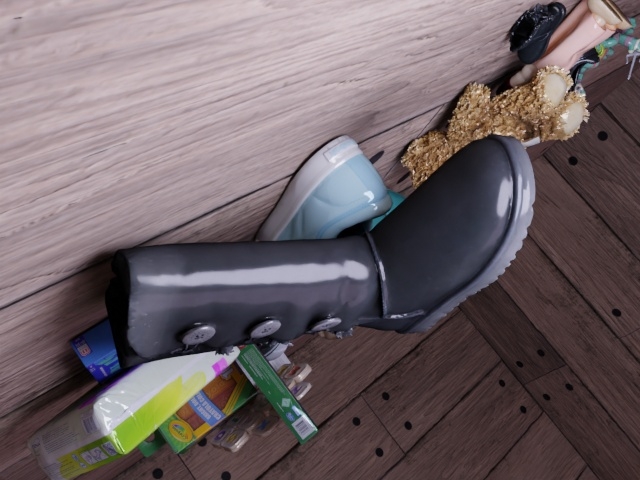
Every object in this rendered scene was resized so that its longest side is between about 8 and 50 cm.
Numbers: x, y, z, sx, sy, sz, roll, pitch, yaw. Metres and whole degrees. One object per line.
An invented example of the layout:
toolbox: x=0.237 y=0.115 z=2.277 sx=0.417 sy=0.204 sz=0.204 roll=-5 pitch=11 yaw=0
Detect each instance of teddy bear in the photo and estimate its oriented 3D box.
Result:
teddy bear: x=0.315 y=-0.198 z=1.153 sx=0.245 sy=0.113 sz=0.338 roll=11 pitch=143 yaw=-36

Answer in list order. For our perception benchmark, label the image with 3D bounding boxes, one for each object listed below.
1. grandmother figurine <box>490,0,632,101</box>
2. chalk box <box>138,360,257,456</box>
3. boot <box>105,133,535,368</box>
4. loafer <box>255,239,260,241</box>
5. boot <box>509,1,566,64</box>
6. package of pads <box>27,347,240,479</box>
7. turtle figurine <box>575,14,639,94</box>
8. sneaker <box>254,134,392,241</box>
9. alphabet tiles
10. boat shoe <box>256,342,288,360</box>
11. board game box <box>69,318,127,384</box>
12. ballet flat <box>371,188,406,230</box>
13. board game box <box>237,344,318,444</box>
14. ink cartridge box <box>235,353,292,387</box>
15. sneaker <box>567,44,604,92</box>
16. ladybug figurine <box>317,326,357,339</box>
grandmother figurine: x=0.405 y=-0.308 z=1.183 sx=0.208 sy=0.104 sz=0.342 roll=-1 pitch=148 yaw=-46
chalk box: x=-0.315 y=0.383 z=1.481 sx=0.289 sy=0.180 sz=0.179 roll=-36 pitch=169 yaw=-17
boot: x=-0.015 y=0.018 z=0.753 sx=0.446 sy=0.146 sz=0.367 roll=0 pitch=140 yaw=-22
loafer: x=-0.138 y=0.036 z=1.001 sx=0.125 sy=0.039 sz=0.045 roll=-24 pitch=-164 yaw=19
boot: x=0.335 y=-0.324 z=1.006 sx=0.099 sy=0.045 sz=0.121 roll=-33 pitch=161 yaw=-36
package of pads: x=-0.306 y=0.259 z=1.044 sx=0.229 sy=0.101 sz=0.296 roll=-31 pitch=-178 yaw=34
turtle figurine: x=0.612 y=-0.406 z=1.371 sx=0.175 sy=0.118 sz=0.234 roll=-28 pitch=-165 yaw=48
sneaker: x=0.000 y=0.000 z=0.984 sx=0.135 sy=0.150 sz=0.366 roll=-31 pitch=167 yaw=-27
alphabet tiles: x=-0.146 y=0.406 z=1.556 sx=0.284 sy=0.021 sz=0.278 roll=-43 pitch=-167 yaw=-30
boat shoe: x=-0.128 y=0.187 z=1.509 sx=0.119 sy=0.121 sz=0.335 roll=2 pitch=143 yaw=-26
board game box: x=-0.260 y=0.129 z=0.953 sx=0.210 sy=0.047 sz=0.160 roll=-34 pitch=169 yaw=-21
ballet flat: x=0.092 y=-0.033 z=1.276 sx=0.139 sy=0.139 sz=0.400 roll=-42 pitch=164 yaw=21
board game box: x=-0.119 y=0.288 z=1.349 sx=0.046 sy=0.317 sz=0.213 roll=-37 pitch=170 yaw=-8
ink cartridge box: x=-0.214 y=0.357 z=1.761 sx=0.212 sy=0.154 sz=0.093 roll=-32 pitch=172 yaw=-32
sneaker: x=0.479 y=-0.328 z=1.310 sx=0.084 sy=0.097 sz=0.234 roll=-25 pitch=163 yaw=-49
ladybug figurine: x=0.155 y=0.171 z=2.160 sx=0.449 sy=0.161 sz=0.305 roll=-35 pitch=169 yaw=-19
